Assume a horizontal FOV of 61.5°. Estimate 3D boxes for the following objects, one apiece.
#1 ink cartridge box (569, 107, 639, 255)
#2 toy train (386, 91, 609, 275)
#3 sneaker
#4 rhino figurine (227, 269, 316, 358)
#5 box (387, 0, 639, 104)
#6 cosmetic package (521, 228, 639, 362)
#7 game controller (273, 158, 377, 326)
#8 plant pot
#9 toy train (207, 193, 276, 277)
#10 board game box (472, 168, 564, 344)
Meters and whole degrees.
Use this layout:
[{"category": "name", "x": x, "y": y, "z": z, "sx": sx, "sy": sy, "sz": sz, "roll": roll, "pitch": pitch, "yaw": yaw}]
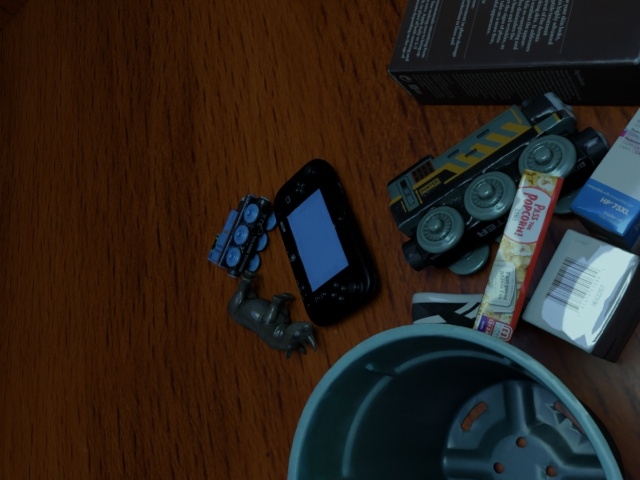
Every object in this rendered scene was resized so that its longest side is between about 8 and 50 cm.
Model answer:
[{"category": "ink cartridge box", "x": 0.436, "y": -0.103, "z": 0.696, "sx": 0.078, "sy": 0.134, "sz": 0.231, "roll": 40, "pitch": 102, "yaw": 38}, {"category": "toy train", "x": 0.256, "y": -0.088, "z": 0.831, "sx": 0.334, "sy": 0.142, "sz": 0.190, "roll": -35, "pitch": 49, "yaw": 23}, {"category": "sneaker", "x": 0.236, "y": 0.143, "z": 0.816, "sx": 0.217, "sy": 0.079, "sz": 0.121, "roll": -4, "pitch": 77, "yaw": 44}, {"category": "rhino figurine", "x": -0.092, "y": 0.153, "z": 1.049, "sx": 0.243, "sy": 0.073, "sz": 0.106, "roll": 29, "pitch": 104, "yaw": 36}, {"category": "box", "x": 0.318, "y": -0.328, "z": 0.849, "sx": 0.381, "sy": 0.143, "sz": 0.191, "roll": 12, "pitch": 84, "yaw": 40}, {"category": "cosmetic package", "x": 0.335, "y": 0.077, "z": 0.657, "sx": 0.085, "sy": 0.231, "sz": 0.117, "roll": 30, "pitch": 96, "yaw": 38}, {"category": "game controller", "x": 0.000, "y": 0.000, "z": 1.031, "sx": 0.166, "sy": 0.067, "sz": 0.319, "roll": -34, "pitch": 59, "yaw": 24}, {"category": "plant pot", "x": 0.198, "y": 0.285, "z": 0.633, "sx": 0.341, "sy": 0.334, "sz": 0.341, "roll": -11, "pitch": 71, "yaw": 34}, {"category": "toy train", "x": -0.166, "y": -0.013, "z": 1.150, "sx": 0.105, "sy": 0.080, "sz": 0.184, "roll": 23, "pitch": 91, "yaw": 44}, {"category": "board game box", "x": 0.236, "y": 0.024, "z": 0.650, "sx": 0.045, "sy": 0.147, "sz": 0.193, "roll": 18, "pitch": 92, "yaw": 20}]
